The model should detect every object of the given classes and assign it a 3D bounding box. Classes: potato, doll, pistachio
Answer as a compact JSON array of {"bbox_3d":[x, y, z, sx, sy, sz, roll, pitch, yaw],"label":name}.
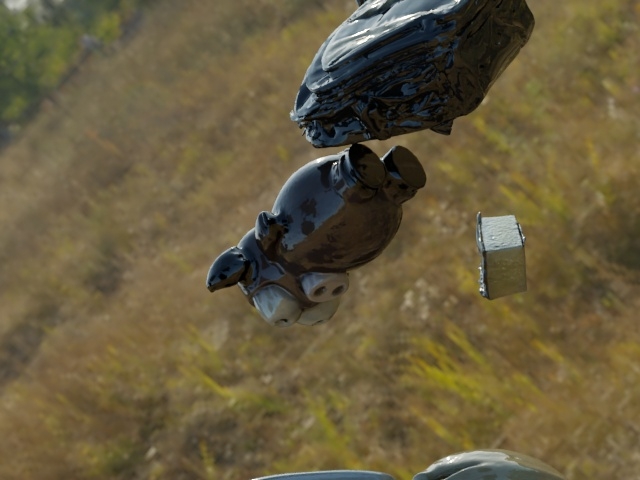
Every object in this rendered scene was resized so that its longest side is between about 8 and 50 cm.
[{"bbox_3d":[0.232,0.016,1.790,0.061,0.086,0.122,-3,23,4],"label":"potato"},{"bbox_3d":[0.000,-0.003,1.418,0.257,0.182,0.117,-50,53,35],"label":"doll"},{"bbox_3d":[0.272,0.406,1.976,0.226,0.331,0.208,-43,27,38],"label":"pistachio"}]

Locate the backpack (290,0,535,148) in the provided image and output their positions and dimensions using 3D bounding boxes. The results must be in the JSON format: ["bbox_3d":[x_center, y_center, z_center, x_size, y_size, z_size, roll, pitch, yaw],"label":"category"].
[{"bbox_3d":[0.076,-0.167,1.299,0.258,0.133,0.206,-15,29,39],"label":"backpack"}]

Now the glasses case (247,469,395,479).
[{"bbox_3d":[-0.008,0.267,1.444,0.067,0.178,0.045,116,150,-61],"label":"glasses case"}]

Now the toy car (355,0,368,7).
[{"bbox_3d":[0.110,-0.342,1.700,0.216,0.103,0.063,3,34,45],"label":"toy car"}]
